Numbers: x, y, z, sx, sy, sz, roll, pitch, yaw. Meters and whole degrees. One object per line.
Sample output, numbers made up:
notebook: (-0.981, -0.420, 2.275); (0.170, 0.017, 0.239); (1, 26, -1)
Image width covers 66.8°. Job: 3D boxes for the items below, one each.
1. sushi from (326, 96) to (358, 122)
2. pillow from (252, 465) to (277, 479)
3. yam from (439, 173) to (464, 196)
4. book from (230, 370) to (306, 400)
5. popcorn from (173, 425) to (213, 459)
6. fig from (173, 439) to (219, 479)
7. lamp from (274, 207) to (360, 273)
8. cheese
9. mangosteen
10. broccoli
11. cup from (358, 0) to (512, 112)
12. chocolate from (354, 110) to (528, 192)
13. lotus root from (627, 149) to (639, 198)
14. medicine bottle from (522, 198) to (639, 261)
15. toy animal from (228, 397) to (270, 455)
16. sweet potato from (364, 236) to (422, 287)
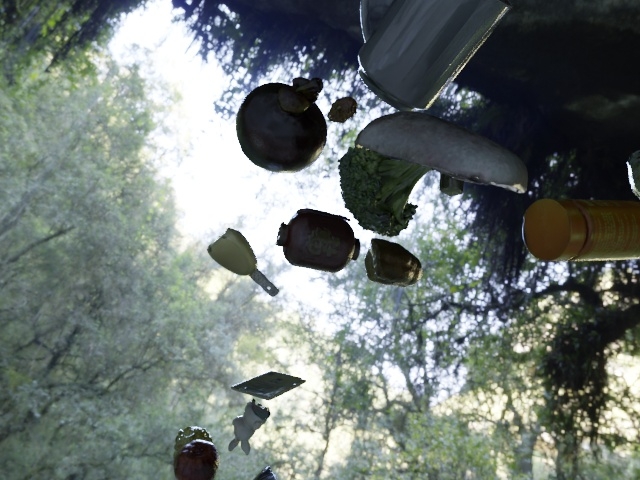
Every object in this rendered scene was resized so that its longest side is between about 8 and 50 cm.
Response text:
sushi: (0.053, -0.309, 1.165); (0.062, 0.060, 0.118); (10, -4, -12)
pillow: (-0.106, 0.527, 0.935); (0.038, 0.113, 0.203); (58, -20, -21)
yam: (0.357, -0.206, 1.315); (0.069, 0.169, 0.068); (6, -12, 1)
book: (-0.167, 0.470, 1.589); (0.168, 0.013, 0.192); (2, 5, 36)
popcorn: (-0.447, 0.726, 1.705); (0.136, 0.141, 0.162); (-2, -34, -15)
fig: (-0.337, 0.621, 1.312); (0.129, 0.150, 0.128); (1, -18, 0)
lamp: (0.000, 0.000, 1.414); (0.258, 0.180, 0.180); (10, -21, -14)
cheese: (-0.219, 0.077, 1.453); (0.127, 0.054, 0.251); (-38, -78, 29)
mangosteen: (-0.119, -0.352, 1.484); (0.297, 0.296, 0.293); (20, -17, 4)
broccoli: (0.157, -0.148, 1.278); (0.236, 0.259, 0.288); (25, 8, 13)
cup: (0.226, -0.519, 1.174); (0.323, 0.236, 0.327); (32, -51, -11)
chocolate: (0.226, -0.164, 0.884); (0.303, 0.100, 0.185); (26, 11, 29)
lotus root: (0.734, -0.133, 1.084); (0.070, 0.144, 0.143); (-13, 2, 34)
medicine bottle: (0.421, -0.016, 0.753); (0.192, 0.096, 0.096); (0, -17, -21)
toy animal: (-0.188, 0.485, 1.267); (0.071, 0.124, 0.085); (31, 16, -39)
sweet potato: (0.277, 0.092, 1.754); (0.158, 0.157, 0.370); (-3, -14, 43)
